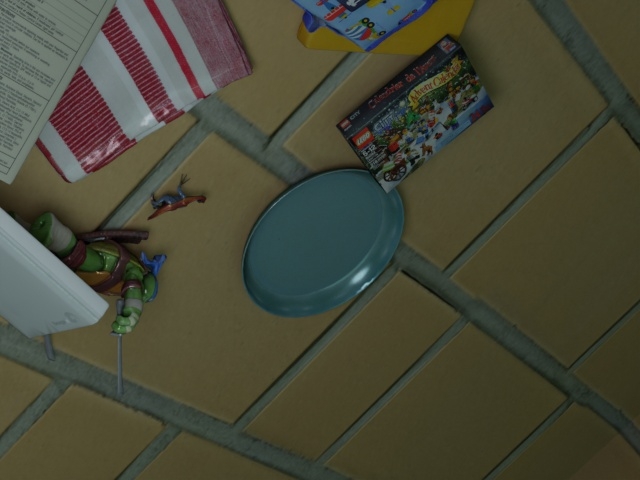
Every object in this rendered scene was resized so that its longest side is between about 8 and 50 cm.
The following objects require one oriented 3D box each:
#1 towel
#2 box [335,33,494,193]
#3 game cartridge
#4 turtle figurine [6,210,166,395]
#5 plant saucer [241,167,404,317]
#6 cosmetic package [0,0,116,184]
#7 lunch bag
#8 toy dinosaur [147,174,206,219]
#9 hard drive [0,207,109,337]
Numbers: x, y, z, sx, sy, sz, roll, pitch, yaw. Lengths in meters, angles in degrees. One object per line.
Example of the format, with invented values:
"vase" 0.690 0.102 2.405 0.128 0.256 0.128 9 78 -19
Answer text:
"towel" -0.271 -0.238 1.472 0.329 0.037 0.237 -33 138 -5
"box" 0.156 -0.202 1.723 0.233 0.044 0.159 -39 138 2
"game cartridge" 0.132 -0.431 1.576 0.285 0.053 0.324 -2 129 -32
"turtle figurine" -0.368 0.085 1.574 0.275 0.198 0.266 -46 133 3
"plant saucer" 0.000 0.000 1.855 0.317 0.044 0.318 -18 133 -20
"cosmetic package" -0.382 -0.244 1.280 0.160 0.113 0.309 32 86 -46
"lunch bag" 0.074 -0.401 1.455 0.293 0.138 0.221 -42 140 23
"toy dinosaur" -0.221 -0.055 1.648 0.082 0.090 0.047 5 147 2
"hard drive" -0.447 0.012 1.404 0.307 0.203 0.040 47 53 -25
